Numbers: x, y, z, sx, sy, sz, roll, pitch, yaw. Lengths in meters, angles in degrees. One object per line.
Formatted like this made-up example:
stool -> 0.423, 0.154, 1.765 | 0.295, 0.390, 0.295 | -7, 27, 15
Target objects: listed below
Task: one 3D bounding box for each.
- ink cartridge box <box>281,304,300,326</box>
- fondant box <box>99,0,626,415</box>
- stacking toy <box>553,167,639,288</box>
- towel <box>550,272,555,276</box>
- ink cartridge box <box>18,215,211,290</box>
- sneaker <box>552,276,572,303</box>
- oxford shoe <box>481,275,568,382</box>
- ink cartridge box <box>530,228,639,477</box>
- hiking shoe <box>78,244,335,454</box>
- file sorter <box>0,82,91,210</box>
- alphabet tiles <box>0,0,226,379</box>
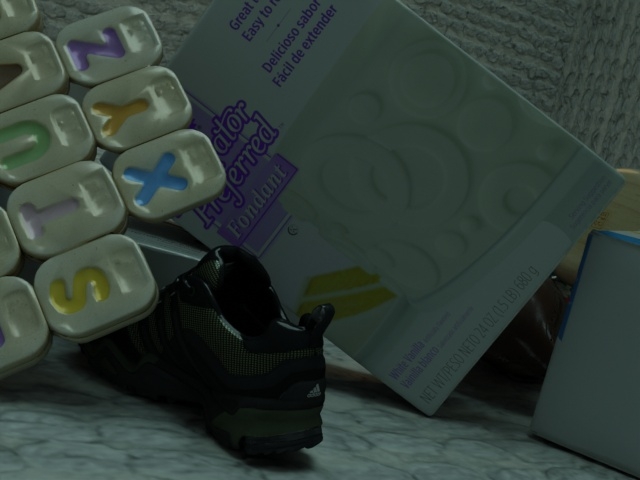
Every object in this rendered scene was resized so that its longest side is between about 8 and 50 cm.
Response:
ink cartridge box -> -0.029, 0.007, 1.029 | 0.128, 0.127, 0.176 | 19, 9, 33
fondant box -> 0.031, -0.058, 0.810 | 0.330, 0.238, 0.096 | 38, 10, 1
stacking toy -> 0.384, 0.062, 1.127 | 0.330, 0.141, 0.141 | 39, -9, -37
towel -> 0.268, 0.013, 1.398 | 0.271, 0.040, 0.370 | 11, -10, -20
ink cartridge box -> -0.158, 0.022, 0.861 | 0.148, 0.086, 0.203 | 14, 9, 0
sneaker -> 0.321, 0.081, 1.379 | 0.161, 0.057, 0.075 | 4, 13, -28
oxford shoe -> 0.196, 0.087, 1.035 | 0.133, 0.130, 0.363 | 50, 11, 13
ink cartridge box -> 0.307, 0.093, 0.851 | 0.168, 0.171, 0.232 | 18, 10, 27
hiking shoe -> -0.076, 0.053, 0.681 | 0.226, 0.114, 0.086 | 20, 10, 37
file sorter -> -0.311, -0.068, 0.863 | 0.173, 0.193, 0.278 | 10, 8, -1
alphabet tiles -> -0.217, -0.051, 0.666 | 0.278, 0.284, 0.021 | -22, -22, -12
